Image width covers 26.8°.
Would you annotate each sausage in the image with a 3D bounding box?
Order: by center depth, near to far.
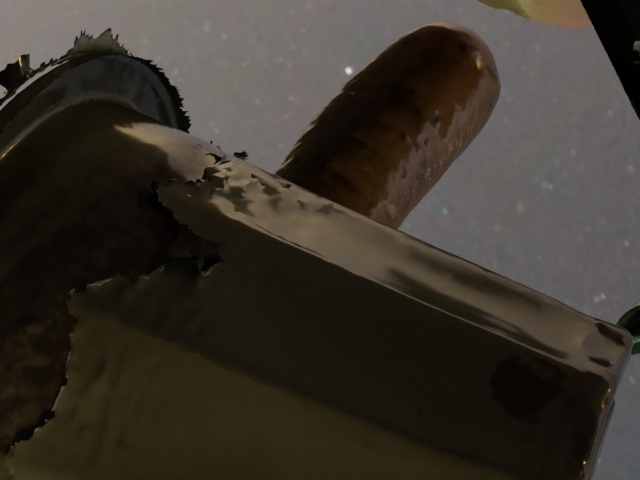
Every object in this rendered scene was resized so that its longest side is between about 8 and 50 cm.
[{"bbox_3d":[-0.002,-0.001,1.200,0.501,0.136,0.123,-56,-160,-17],"label":"sausage"}]

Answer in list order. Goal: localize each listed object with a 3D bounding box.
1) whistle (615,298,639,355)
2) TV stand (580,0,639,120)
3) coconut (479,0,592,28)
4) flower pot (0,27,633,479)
[{"bbox_3d":[0.281,0.033,1.015,0.039,0.039,0.186,11,-147,39],"label":"whistle"},{"bbox_3d":[0.177,-0.103,0.703,0.036,0.042,0.249,-11,-111,-29],"label":"TV stand"},{"bbox_3d":[0.195,-0.299,1.124,0.233,0.233,0.245,-46,-133,-11],"label":"coconut"},{"bbox_3d":[-0.021,0.080,0.548,0.259,0.290,0.290,17,-119,16],"label":"flower pot"}]
